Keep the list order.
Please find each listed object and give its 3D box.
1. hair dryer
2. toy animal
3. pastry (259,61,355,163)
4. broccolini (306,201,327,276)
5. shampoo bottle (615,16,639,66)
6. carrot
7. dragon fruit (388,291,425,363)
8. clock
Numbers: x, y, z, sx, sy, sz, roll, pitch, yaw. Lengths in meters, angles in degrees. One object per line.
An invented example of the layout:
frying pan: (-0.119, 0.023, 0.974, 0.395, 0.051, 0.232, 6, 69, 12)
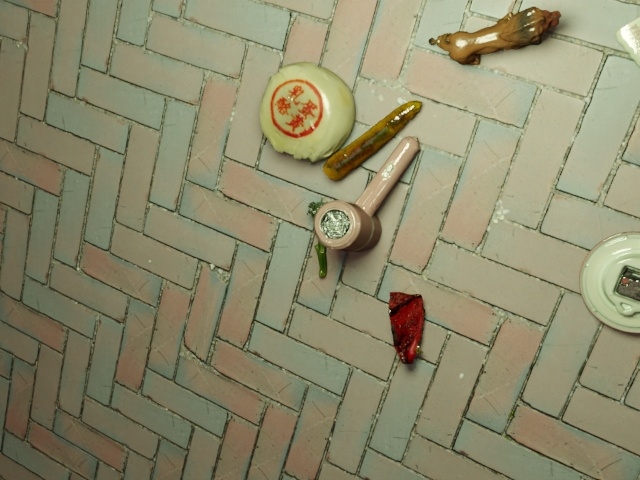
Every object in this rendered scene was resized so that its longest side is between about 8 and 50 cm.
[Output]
hair dryer: (0.132, -0.127, 1.757, 0.125, 0.210, 0.352, 37, 100, 18)
toy animal: (0.386, -0.463, 1.574, 0.313, 0.157, 0.097, -10, 97, 25)
pastry: (-0.038, -0.333, 1.811, 0.265, 0.133, 0.264, 8, 109, 25)
broccolini: (0.003, 0.000, 1.910, 0.058, 0.067, 0.216, 19, 115, 60)
shampoo bottle: (0.710, -0.406, 1.502, 0.077, 0.045, 0.151, -33, 86, 25)
carrot: (0.136, -0.263, 1.790, 0.314, 0.066, 0.066, -37, 86, 23)
dragon fruit: (0.233, 0.236, 1.834, 0.093, 0.122, 0.192, -4, 98, 10)
clock: (0.728, 0.097, 1.609, 0.245, 0.056, 0.244, 6, 105, 23)
